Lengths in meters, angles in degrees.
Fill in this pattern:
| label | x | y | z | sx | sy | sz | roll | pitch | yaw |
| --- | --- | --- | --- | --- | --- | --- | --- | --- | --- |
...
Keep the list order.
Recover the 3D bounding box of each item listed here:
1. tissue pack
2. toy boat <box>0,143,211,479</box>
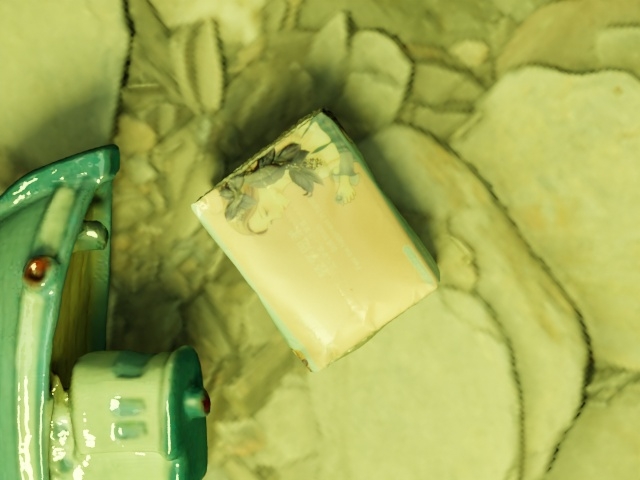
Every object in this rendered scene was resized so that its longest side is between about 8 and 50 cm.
| label | x | y | z | sx | sy | sz | roll | pitch | yaw |
| --- | --- | --- | --- | --- | --- | --- | --- | --- | --- |
| tissue pack | 0.000 | 0.000 | 0.825 | 0.074 | 0.059 | 0.094 | -36 | 94 | 3 |
| toy boat | -0.093 | 0.066 | 0.818 | 0.102 | 0.088 | 0.215 | -1 | 98 | 12 |
